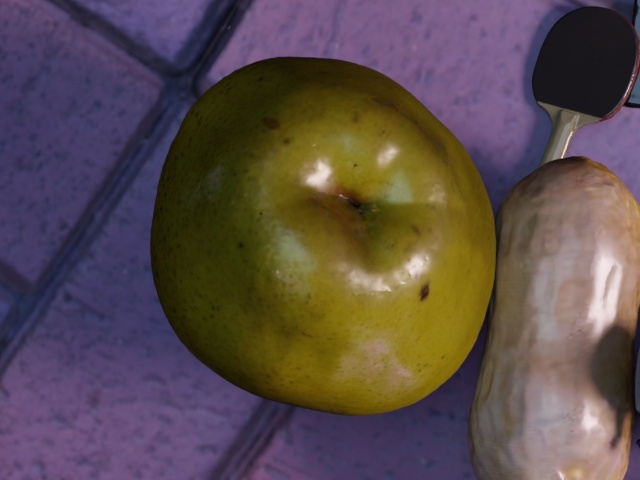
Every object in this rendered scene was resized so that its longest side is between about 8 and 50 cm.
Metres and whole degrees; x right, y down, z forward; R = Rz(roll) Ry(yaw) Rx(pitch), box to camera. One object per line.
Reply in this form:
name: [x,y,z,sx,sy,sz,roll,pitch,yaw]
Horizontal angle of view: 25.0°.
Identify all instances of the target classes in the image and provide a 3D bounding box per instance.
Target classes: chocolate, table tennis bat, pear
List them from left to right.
pear: [0.000,0.000,1.123,0.294,0.294,0.294,-2,83,15]
chocolate: [0.186,0.085,1.143,0.134,0.134,0.309,2,81,15]
table tennis bat: [0.213,-0.121,1.212,0.087,0.013,0.157,21,92,26]

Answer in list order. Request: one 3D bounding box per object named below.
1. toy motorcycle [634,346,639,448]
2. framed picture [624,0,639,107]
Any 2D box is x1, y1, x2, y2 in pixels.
toy motorcycle: [0.324,0.150,1.083,0.106,0.159,0.270,-41,72,29]
framed picture: [0.394,-0.265,1.187,0.255,0.014,0.339,5,85,15]
